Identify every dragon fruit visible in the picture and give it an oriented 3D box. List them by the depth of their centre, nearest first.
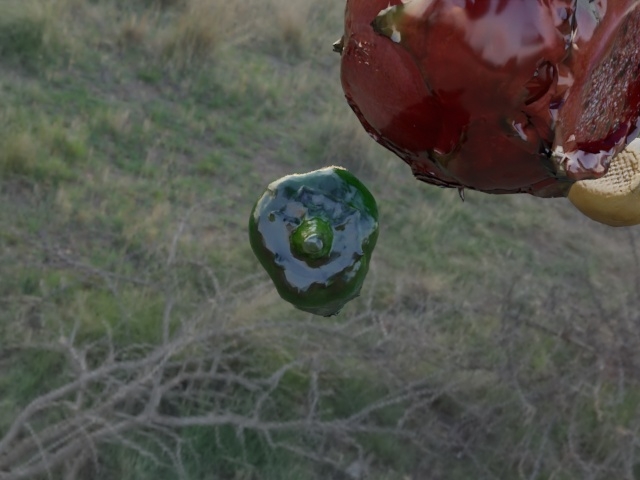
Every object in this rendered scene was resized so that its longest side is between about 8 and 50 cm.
[{"bbox_3d":[0.164,-0.182,0.845,0.295,0.296,0.301,5,18,-29],"label":"dragon fruit"}]

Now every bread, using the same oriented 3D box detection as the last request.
[{"bbox_3d":[0.367,-0.072,1.174,0.077,0.114,0.189,27,6,-20],"label":"bread"}]

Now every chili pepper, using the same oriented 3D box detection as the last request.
[{"bbox_3d":[0.000,0.000,0.795,0.099,0.136,0.270,21,0,6],"label":"chili pepper"}]
